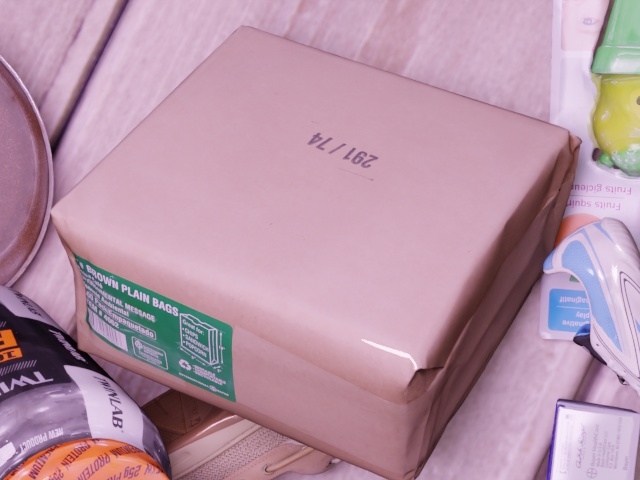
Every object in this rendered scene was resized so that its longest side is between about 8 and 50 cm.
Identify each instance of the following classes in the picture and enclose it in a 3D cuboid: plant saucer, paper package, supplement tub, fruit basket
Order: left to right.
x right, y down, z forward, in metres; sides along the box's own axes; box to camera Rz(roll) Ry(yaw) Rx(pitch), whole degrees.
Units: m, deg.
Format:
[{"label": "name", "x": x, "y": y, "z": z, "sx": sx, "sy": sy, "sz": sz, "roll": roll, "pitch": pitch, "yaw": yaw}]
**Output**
[{"label": "plant saucer", "x": -0.401, "y": -0.075, "z": 1.242, "sx": 0.310, "sy": 0.050, "sz": 0.311, "roll": 2, "pitch": 104, "yaw": 9}, {"label": "supplement tub", "x": -0.258, "y": 0.180, "z": 1.071, "sx": 0.338, "sy": 0.207, "sz": 0.207, "roll": 30, "pitch": 90, "yaw": 52}, {"label": "paper package", "x": 0.000, "y": 0.000, "z": 1.049, "sx": 0.324, "sy": 0.168, "sz": 0.309, "roll": 21, "pitch": 47, "yaw": 20}, {"label": "fruit basket", "x": 0.353, "y": -0.075, "z": 1.086, "sx": 0.327, "sy": 0.165, "sz": 0.353, "roll": 4, "pitch": 92, "yaw": 17}]

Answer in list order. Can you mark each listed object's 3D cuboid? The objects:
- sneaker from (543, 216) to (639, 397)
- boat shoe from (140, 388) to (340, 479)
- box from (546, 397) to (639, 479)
[{"label": "sneaker", "x": 0.269, "y": 0.096, "z": 1.067, "sx": 0.086, "sy": 0.085, "sz": 0.237, "roll": -31, "pitch": 85, "yaw": 20}, {"label": "boat shoe", "x": -0.021, "y": 0.151, "z": 1.168, "sx": 0.341, "sy": 0.122, "sz": 0.110, "roll": -26, "pitch": 118, "yaw": 10}, {"label": "box", "x": 0.230, "y": 0.203, "z": 1.093, "sx": 0.072, "sy": 0.137, "sz": 0.126, "roll": 7, "pitch": 85, "yaw": 12}]
